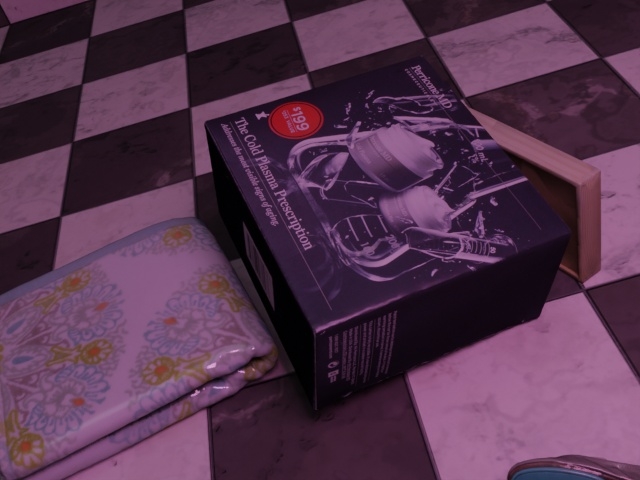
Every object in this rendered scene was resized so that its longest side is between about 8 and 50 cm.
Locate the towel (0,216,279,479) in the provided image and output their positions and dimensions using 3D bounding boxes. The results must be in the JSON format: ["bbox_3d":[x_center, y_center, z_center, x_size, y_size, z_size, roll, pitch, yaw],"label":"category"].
[{"bbox_3d":[-0.277,0.138,1.044,0.374,0.090,0.320,-26,44,-10],"label":"towel"}]

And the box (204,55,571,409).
[{"bbox_3d":[0.065,-0.026,0.948,0.312,0.179,0.343,-20,54,-15],"label":"box"}]

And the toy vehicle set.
[{"bbox_3d":[0.255,-0.072,1.025,0.035,0.166,0.267,-33,43,-18],"label":"toy vehicle set"}]

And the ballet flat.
[{"bbox_3d":[0.293,0.245,0.747,0.213,0.072,0.068,5,18,23],"label":"ballet flat"}]
